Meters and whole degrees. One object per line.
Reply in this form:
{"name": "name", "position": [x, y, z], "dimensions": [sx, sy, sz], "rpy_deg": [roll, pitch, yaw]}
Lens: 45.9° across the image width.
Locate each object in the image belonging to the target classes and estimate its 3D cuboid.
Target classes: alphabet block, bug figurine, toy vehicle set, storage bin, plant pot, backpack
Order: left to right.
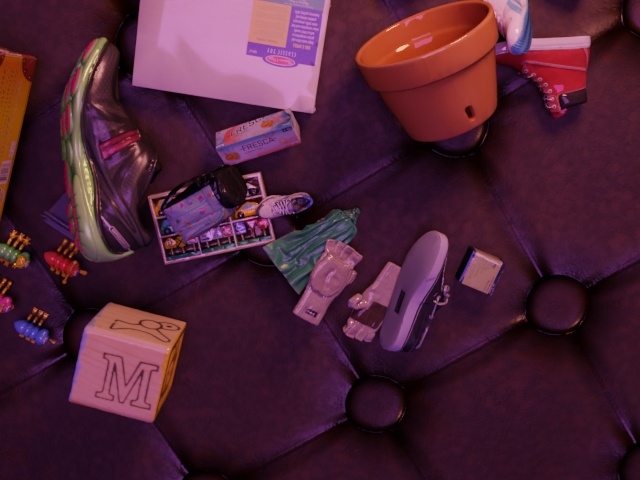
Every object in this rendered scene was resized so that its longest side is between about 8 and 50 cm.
{"name": "bug figurine", "position": [-0.686, 0.113, 1.774], "dimensions": [0.216, 0.072, 0.279], "rpy_deg": [26, 102, -5]}
{"name": "storage bin", "position": [-0.555, -0.050, 1.732], "dimensions": [0.135, 0.098, 0.091], "rpy_deg": [35, 73, -6]}
{"name": "alphabet block", "position": [-0.440, 0.278, 1.749], "dimensions": [0.197, 0.192, 0.193], "rpy_deg": [15, 104, -1]}
{"name": "backpack", "position": [-0.257, -0.079, 1.652], "dimensions": [0.182, 0.152, 0.115], "rpy_deg": [-29, 91, 19]}
{"name": "toy vehicle set", "position": [-0.249, -0.052, 1.748], "dimensions": [0.267, 0.035, 0.165], "rpy_deg": [-12, 102, 3]}
{"name": "plant pot", "position": [0.241, -0.340, 1.567], "dimensions": [0.291, 0.291, 0.203], "rpy_deg": [-22, 118, 6]}

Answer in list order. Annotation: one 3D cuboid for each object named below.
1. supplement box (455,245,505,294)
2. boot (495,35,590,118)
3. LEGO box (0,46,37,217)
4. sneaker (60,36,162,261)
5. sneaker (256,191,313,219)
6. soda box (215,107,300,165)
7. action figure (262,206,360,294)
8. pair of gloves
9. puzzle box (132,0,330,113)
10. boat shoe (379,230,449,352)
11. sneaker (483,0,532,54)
{"name": "supplement box", "position": [0.371, 0.069, 1.755], "dimensions": [0.083, 0.056, 0.083], "rpy_deg": [22, 102, -4]}
{"name": "boot", "position": [0.464, -0.351, 1.647], "dimensions": [0.245, 0.088, 0.176], "rpy_deg": [-2, 104, -2]}
{"name": "LEGO box", "position": [-0.872, -0.214, 1.617], "dimensions": [0.373, 0.193, 0.499], "rpy_deg": [19, 102, 5]}
{"name": "sneaker", "position": [-0.457, -0.197, 1.660], "dimensions": [0.202, 0.185, 0.482], "rpy_deg": [-4, 94, -28]}
{"name": "sneaker", "position": [-0.079, -0.080, 1.707], "dimensions": [0.135, 0.058, 0.052], "rpy_deg": [-18, 104, -18]}
{"name": "soda box", "position": [-0.139, -0.227, 1.673], "dimensions": [0.183, 0.058, 0.063], "rpy_deg": [-16, 138, 11]}
{"name": "action figure", "position": [0.000, 0.000, 1.743], "dimensions": [0.232, 0.063, 0.137], "rpy_deg": [-37, 98, 2]}
{"name": "pair of gloves", "position": [0.073, 0.120, 1.753], "dimensions": [0.240, 0.042, 0.204], "rpy_deg": [22, 98, -25]}
{"name": "puzzle box", "position": [-0.193, -0.441, 1.651], "dimensions": [0.409, 0.052, 0.272], "rpy_deg": [9, 102, -1]}
{"name": "boat shoe", "position": [0.239, 0.125, 1.734], "dimensions": [0.105, 0.113, 0.306], "rpy_deg": [12, 104, -26]}
{"name": "sneaker", "position": [0.389, -0.467, 1.572], "dimensions": [0.092, 0.228, 0.087], "rpy_deg": [-6, 143, 18]}
